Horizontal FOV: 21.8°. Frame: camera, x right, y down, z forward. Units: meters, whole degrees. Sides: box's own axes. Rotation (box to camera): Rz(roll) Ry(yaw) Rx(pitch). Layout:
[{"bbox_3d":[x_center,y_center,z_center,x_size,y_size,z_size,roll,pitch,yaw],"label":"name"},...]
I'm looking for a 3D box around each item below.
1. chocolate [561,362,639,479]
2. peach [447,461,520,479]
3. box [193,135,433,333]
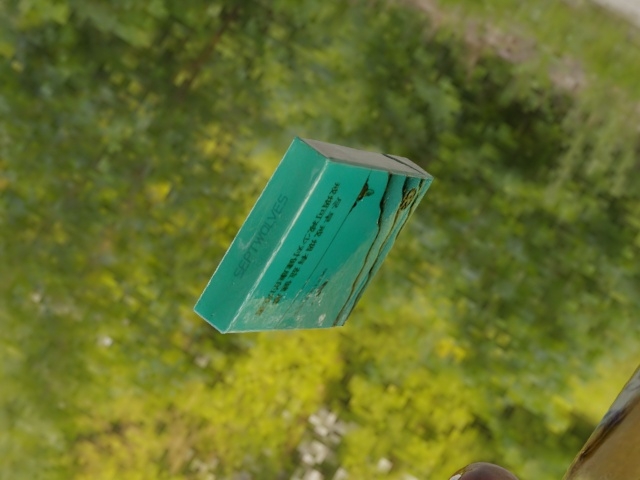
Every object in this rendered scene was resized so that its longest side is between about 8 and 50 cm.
[{"bbox_3d":[0.406,0.154,1.788,0.162,0.445,0.162,26,149,18],"label":"chocolate"},{"bbox_3d":[0.196,0.337,2.002,0.138,0.138,0.138,31,176,2],"label":"peach"},{"bbox_3d":[0.000,0.000,1.354,0.042,0.161,0.226,37,-166,21],"label":"box"}]
